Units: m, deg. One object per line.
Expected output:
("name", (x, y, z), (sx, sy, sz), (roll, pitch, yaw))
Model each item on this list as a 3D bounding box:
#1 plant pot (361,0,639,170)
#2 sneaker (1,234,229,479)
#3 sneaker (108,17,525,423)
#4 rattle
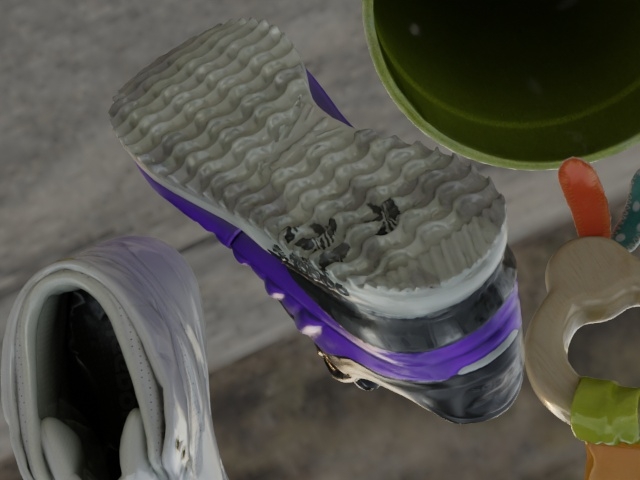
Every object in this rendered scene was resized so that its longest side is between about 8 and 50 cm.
("plant pot", (0.190, -0.308, 1.888), (0.366, 0.366, 0.353), (-27, -151, 4))
("sneaker", (-0.095, 0.146, 0.962), (0.108, 0.293, 0.169), (-14, 180, 9))
("sneaker", (-0.001, 0.001, 0.945), (0.102, 0.146, 0.293), (-36, -140, -12))
("rattle", (0.194, 0.063, 1.217), (0.130, 0.200, 0.143), (-27, 135, 13))
